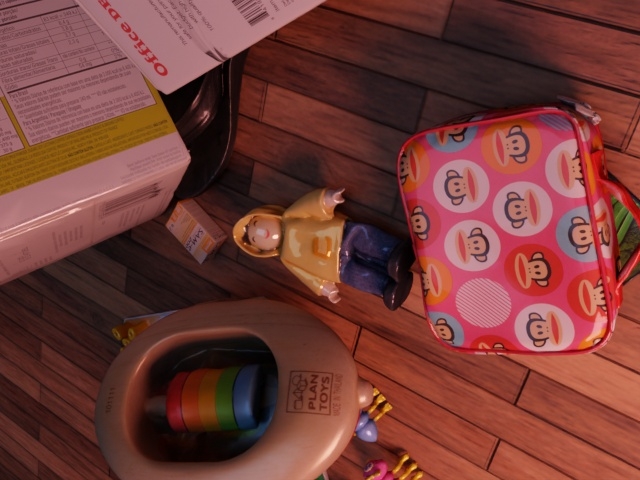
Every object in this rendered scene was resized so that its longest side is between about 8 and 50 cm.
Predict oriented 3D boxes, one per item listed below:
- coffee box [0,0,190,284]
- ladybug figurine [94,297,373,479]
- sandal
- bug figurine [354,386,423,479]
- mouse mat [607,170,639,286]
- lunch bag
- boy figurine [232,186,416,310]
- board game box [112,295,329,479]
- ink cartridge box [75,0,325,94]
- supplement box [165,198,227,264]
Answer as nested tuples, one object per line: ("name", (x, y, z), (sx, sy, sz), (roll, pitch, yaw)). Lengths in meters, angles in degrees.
("coffee box", (-0.437, -0.155, 0.929), (0.334, 0.338, 0.337), (63, 156, 1))
("ladybug figurine", (-0.127, 0.245, 0.946), (0.449, 0.162, 0.305), (-6, 64, 25))
("sandal", (-0.194, -0.266, 0.949), (0.167, 0.107, 0.446), (31, 119, 20))
("bug figurine", (0.027, 0.372, 1.005), (0.216, 0.072, 0.279), (45, 109, 6))
("mouse mat", (0.310, 0.007, 0.781), (0.152, 0.007, 0.190), (47, 123, 11))
("lunch bag", (0.239, -0.012, 0.742), (0.258, 0.120, 0.293), (-5, 102, 33))
("boy figurine", (0.000, 0.000, 0.926), (0.285, 0.092, 0.177), (19, 118, 23))
("board game box", (-0.197, 0.314, 1.177), (0.390, 0.050, 0.390), (-12, 99, 35))
("ink cartridge box", (-0.139, -0.328, 0.727), (0.289, 0.121, 0.211), (-16, 127, 37))
("supplement box", (-0.214, -0.017, 1.087), (0.098, 0.036, 0.062), (45, 124, 12))
